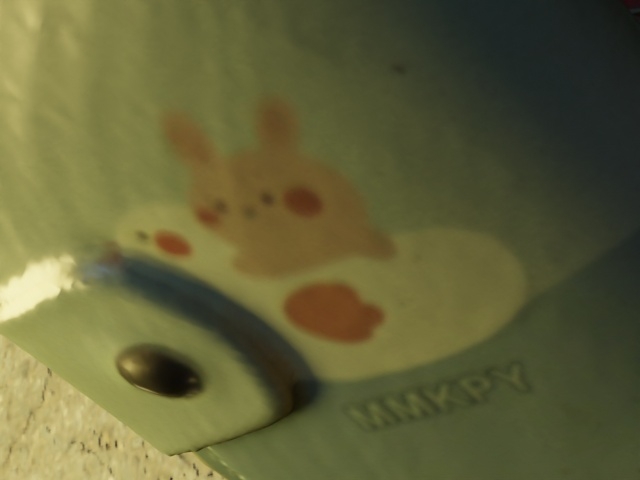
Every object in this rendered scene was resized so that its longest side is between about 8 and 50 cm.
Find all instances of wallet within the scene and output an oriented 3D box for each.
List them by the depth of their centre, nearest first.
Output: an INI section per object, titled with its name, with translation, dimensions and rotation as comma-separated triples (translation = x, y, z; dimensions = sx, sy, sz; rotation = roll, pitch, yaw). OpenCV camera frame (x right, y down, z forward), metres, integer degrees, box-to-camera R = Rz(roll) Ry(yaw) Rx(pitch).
[wallet]
translation = 0.000, 0.000, 0.412
dimensions = 0.252, 0.360, 0.083
rotation = -23, 36, 38

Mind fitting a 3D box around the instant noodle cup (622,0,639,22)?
[instant noodle cup]
translation = 0.037, -0.148, 0.521
dimensions = 0.244, 0.244, 0.255
rotation = -30, 69, 33
